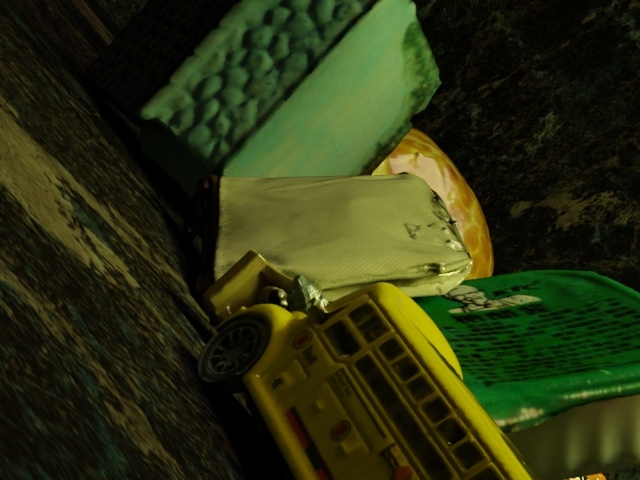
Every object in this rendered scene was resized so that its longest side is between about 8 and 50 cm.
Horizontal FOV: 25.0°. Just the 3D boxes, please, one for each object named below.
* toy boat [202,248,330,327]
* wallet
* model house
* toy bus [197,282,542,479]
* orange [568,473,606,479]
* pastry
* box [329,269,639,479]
[{"bbox_3d":[0.027,0.140,1.156,0.310,0.089,0.115,52,-16,-5],"label":"toy boat"},{"bbox_3d":[-0.002,-0.003,1.408,0.335,0.275,0.068,-102,-173,-70],"label":"wallet"},{"bbox_3d":[-0.102,-0.211,1.771,0.339,0.360,0.297,40,-3,22],"label":"model house"},{"bbox_3d":[0.044,0.138,0.935,0.144,0.152,0.330,49,3,-33],"label":"toy bus"},{"bbox_3d":[0.163,0.249,1.324,0.234,0.182,0.234,29,8,-5],"label":"orange"},{"bbox_3d":[0.074,0.001,2.021,0.388,0.313,0.388,47,4,-4],"label":"pastry"},{"bbox_3d":[0.177,0.117,1.220,0.337,0.264,0.106,-145,-130,-71],"label":"box"}]
